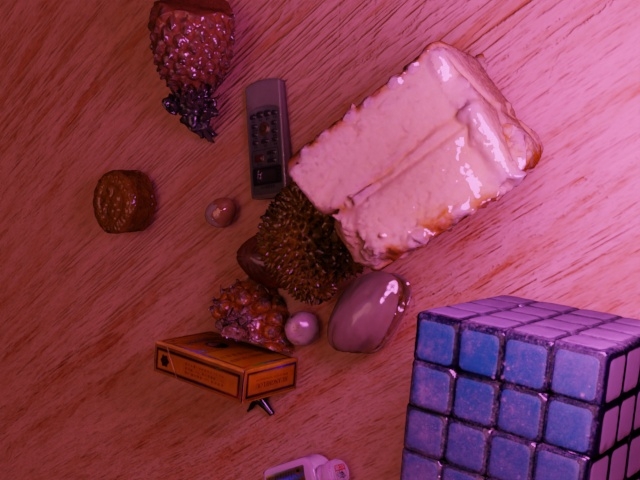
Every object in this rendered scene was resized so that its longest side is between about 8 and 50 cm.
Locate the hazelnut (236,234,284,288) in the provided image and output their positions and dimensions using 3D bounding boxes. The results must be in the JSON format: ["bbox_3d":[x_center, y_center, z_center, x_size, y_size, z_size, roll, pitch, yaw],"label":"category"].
[{"bbox_3d":[-0.118,0.048,1.979,0.150,0.150,0.150,3,95,38],"label":"hazelnut"}]

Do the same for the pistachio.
[{"bbox_3d":[0.100,0.155,1.820,0.144,0.144,0.215,44,105,28],"label":"pistachio"}]

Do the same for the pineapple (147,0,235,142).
[{"bbox_3d":[-0.312,-0.409,2.085,0.223,0.223,0.357,28,128,34],"label":"pineapple"}]

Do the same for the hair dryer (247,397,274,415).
[{"bbox_3d":[-0.155,0.412,2.112,0.079,0.031,0.083,50,135,14],"label":"hair dryer"}]

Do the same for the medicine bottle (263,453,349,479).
[{"bbox_3d":[-0.031,0.562,1.983,0.219,0.078,0.115,-28,74,36],"label":"medicine bottle"}]

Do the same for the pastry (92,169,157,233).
[{"bbox_3d":[-0.537,-0.105,2.327,0.189,0.103,0.188,2,94,39],"label":"pastry"}]

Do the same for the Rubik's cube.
[{"bbox_3d":[0.372,0.294,1.477,0.344,0.344,0.337,8,97,38],"label":"Rubik's cube"}]

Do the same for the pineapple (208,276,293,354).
[{"bbox_3d":[-0.182,0.162,2.032,0.250,0.164,0.139,29,102,37],"label":"pineapple"}]

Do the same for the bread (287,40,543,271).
[{"bbox_3d":[0.189,-0.147,1.559,0.371,0.390,0.279,-35,85,20],"label":"bread"}]

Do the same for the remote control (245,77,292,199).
[{"bbox_3d":[-0.125,-0.241,2.032,0.123,0.038,0.285,-3,91,39],"label":"remote control"}]

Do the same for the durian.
[{"bbox_3d":[-0.006,0.001,1.826,0.258,0.258,0.293,45,121,27],"label":"durian"}]

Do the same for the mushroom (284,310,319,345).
[{"bbox_3d":[-0.042,0.204,1.979,0.084,0.067,0.083,0,95,2],"label":"mushroom"}]

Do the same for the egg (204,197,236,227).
[{"bbox_3d":[-0.246,-0.071,2.120,0.083,0.071,0.071,-51,63,25],"label":"egg"}]

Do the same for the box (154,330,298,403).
[{"bbox_3d":[-0.230,0.299,2.051,0.301,0.193,0.084,11,98,37],"label":"box"}]
